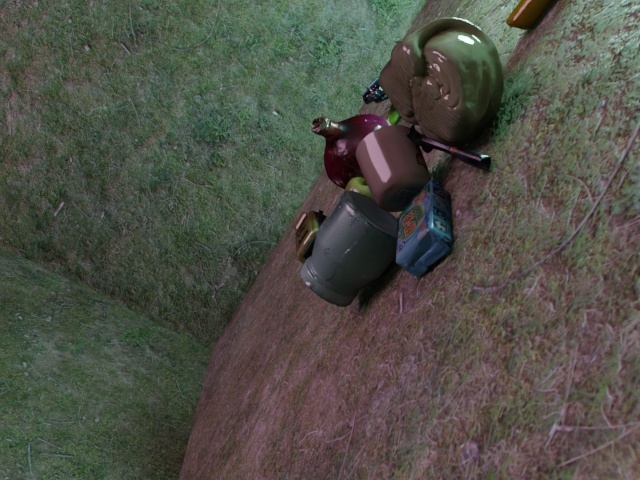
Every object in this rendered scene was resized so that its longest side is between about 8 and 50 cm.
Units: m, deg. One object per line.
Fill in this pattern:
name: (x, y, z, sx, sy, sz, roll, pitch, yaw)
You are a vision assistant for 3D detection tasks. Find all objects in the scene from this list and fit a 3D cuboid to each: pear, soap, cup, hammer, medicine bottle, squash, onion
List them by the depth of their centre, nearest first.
soap: (0.273, -0.039, 1.354, 0.156, 0.077, 0.293, -51, 14, 34)
hammer: (0.337, -0.246, 1.354, 0.037, 0.137, 0.290, -59, 38, 6)
medicine bottle: (0.092, 0.032, 1.536, 0.290, 0.245, 0.245, -55, 13, 21)
cup: (0.239, -0.196, 1.549, 0.191, 0.253, 0.200, -28, 58, 19)
pear: (0.164, -0.153, 1.864, 0.167, 0.167, 0.136, -81, -3, -59)
onion: (0.123, -0.373, 2.037, 0.348, 0.385, 0.348, -39, 36, 35)
squash: (0.353, -0.609, 2.386, 0.201, 0.066, 0.066, -63, 12, -6)

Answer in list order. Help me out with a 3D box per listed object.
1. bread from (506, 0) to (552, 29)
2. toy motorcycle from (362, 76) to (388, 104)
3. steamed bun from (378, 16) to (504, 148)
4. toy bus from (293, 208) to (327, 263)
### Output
bread: (0.634, -0.706, 1.445, 0.239, 0.074, 0.092, -53, 16, 33)
toy motorcycle: (0.371, -0.754, 2.339, 0.416, 0.172, 0.232, -36, 14, 6)
steamed bun: (0.360, -0.447, 1.415, 0.255, 0.342, 0.368, -39, -1, -5)
toy bus: (0.000, 0.000, 2.086, 0.177, 0.202, 0.365, -59, 12, 12)
